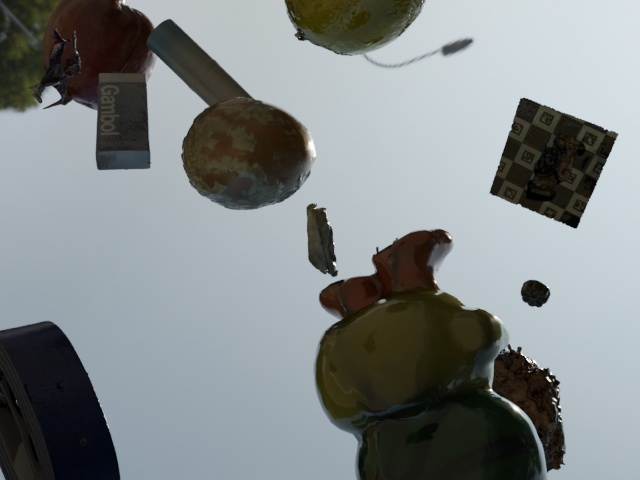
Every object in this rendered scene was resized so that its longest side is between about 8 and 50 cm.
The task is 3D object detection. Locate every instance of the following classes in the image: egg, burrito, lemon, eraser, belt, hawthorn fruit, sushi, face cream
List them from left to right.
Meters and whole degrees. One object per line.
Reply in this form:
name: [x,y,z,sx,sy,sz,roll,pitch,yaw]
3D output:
belt: [-0.445,0.297,1.342,0.346,0.117,0.212,58,-46,22]
hawthorn fruit: [-0.475,-0.409,1.804,0.258,0.258,0.261,-3,-92,42]
eraser: [-0.348,-0.213,1.462,0.092,0.046,0.212,-2,-130,-12]
face cream: [-0.231,-0.328,1.648,0.077,0.250,0.077,-45,179,-1]
egg: [-0.126,-0.155,1.478,0.245,0.203,0.203,-5,-151,-18]
burrito: [0.000,0.000,1.592,0.055,0.149,0.041,7,-151,32]
lemon: [0.047,-0.311,0.990,0.206,0.173,0.173,-13,-138,33]
sushi: [0.452,-0.156,1.616,0.192,0.215,0.050,25,-147,17]

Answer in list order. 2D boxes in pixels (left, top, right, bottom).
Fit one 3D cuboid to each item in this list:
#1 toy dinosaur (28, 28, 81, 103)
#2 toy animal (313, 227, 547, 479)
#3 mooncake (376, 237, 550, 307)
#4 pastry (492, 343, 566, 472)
toy dinosaur: [-0.427,-0.275,1.346,0.108,0.032,0.220,-50,180,-23]
toy animal: [0.095,0.163,0.852,0.216,0.191,0.338,-39,-123,35]
mooncake: [0.282,0.061,1.649,0.347,0.150,0.057,2,-145,9]
pastry: [0.355,0.299,1.494,0.193,0.274,0.275,-8,-146,-9]
